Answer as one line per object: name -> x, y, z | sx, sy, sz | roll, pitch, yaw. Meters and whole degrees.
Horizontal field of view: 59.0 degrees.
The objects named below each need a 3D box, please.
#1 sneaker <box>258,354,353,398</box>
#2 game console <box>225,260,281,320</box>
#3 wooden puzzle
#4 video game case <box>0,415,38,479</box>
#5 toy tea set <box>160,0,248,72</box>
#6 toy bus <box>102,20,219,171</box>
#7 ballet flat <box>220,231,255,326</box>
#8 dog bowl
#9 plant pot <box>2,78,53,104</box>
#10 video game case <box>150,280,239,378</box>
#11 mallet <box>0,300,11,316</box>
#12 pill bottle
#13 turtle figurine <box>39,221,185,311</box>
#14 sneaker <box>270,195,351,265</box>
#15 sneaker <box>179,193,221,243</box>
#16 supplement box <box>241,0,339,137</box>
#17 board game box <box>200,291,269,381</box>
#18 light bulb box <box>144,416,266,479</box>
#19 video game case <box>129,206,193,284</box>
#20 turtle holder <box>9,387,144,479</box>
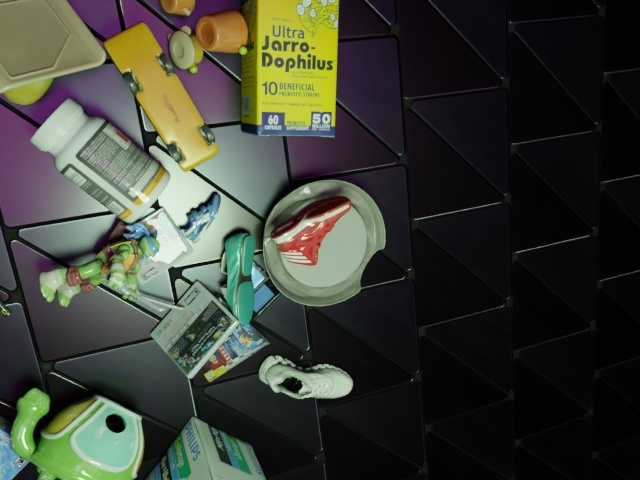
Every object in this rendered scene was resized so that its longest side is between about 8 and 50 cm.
sneaker -> -0.031, 0.416, 1.635 | 0.292, 0.118, 0.110 | 14, 96, -24
game console -> -0.184, 0.137, 1.536 | 0.122, 0.107, 0.071 | -45, 141, -4
wooden puzzle -> -0.611, -0.419, 1.180 | 0.239, 0.044, 0.221 | -33, 80, -32
video game case -> -0.887, 0.528, 1.385 | 0.244, 0.061, 0.269 | -46, 113, -3
toy tea set -> -0.272, -0.566, 1.294 | 0.124, 0.200, 0.336 | -29, 115, -47
toy bus -> -0.368, -0.329, 1.320 | 0.108, 0.130, 0.332 | -33, 112, -10
ballet flat -> -0.222, 0.101, 1.500 | 0.083, 0.087, 0.247 | 2, 90, -60
dog bowl -> 0.000, 0.000, 1.550 | 0.349, 0.102, 0.348 | -4, 104, -18
plant pot -> -0.648, -0.354, 1.226 | 0.134, 0.134, 0.095 | 11, 131, -22
video game case -> -0.327, 0.229, 1.467 | 0.190, 0.173, 0.022 | -49, 153, -3
mallet -> -0.804, 0.109, 1.328 | 0.062, 0.039, 0.189 | -25, 114, -12
pill bottle -> -0.498, -0.182, 1.293 | 0.278, 0.162, 0.162 | 42, 87, -23
turtle figurine -> -0.495, 0.114, 1.339 | 0.266, 0.198, 0.274 | -17, 107, -4
sneaker -> -0.007, -0.019, 1.455 | 0.221, 0.087, 0.128 | -25, 119, 1
sneaker -> -0.306, -0.063, 1.451 | 0.059, 0.053, 0.144 | 33, 90, -21
supplement box -> -0.080, -0.434, 1.363 | 0.194, 0.195, 0.356 | -3, 104, -19
board game box -> -0.271, 0.250, 1.537 | 0.194, 0.060, 0.194 | -32, 110, -10
light bulb box -> -0.326, 0.732, 1.475 | 0.225, 0.358, 0.361 | 38, 88, -25
video game case -> -0.429, 0.014, 1.445 | 0.157, 0.019, 0.143 | -34, 111, -8
turtle holder -> -0.594, 0.500, 1.410 | 0.320, 0.243, 0.227 | 26, 70, 5
